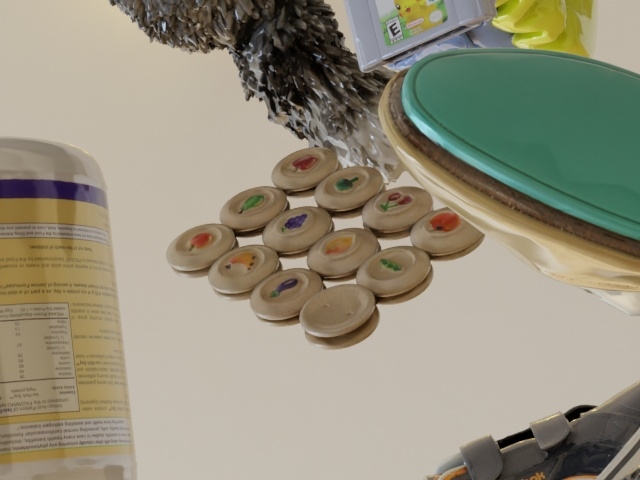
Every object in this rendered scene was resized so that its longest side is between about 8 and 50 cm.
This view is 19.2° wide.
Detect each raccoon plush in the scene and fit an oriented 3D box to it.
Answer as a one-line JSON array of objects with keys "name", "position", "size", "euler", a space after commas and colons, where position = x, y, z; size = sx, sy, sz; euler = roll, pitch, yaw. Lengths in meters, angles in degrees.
[{"name": "raccoon plush", "position": [-0.112, -0.239, 1.362], "size": [0.216, 0.446, 0.299], "euler": [-59, -24, 12]}]

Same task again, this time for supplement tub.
[{"name": "supplement tub", "position": [-0.264, 0.105, 1.417], "size": [0.241, 0.331, 0.241], "euler": [-7, -8, -1]}]

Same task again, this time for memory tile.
[{"name": "memory tile", "position": [0.000, 0.000, 0.935], "size": [0.113, 0.012, 0.148], "euler": [-37, 38, -25]}]

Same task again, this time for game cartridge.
[{"name": "game cartridge", "position": [0.047, -0.124, 0.954], "size": [0.083, 0.056, 0.017], "euler": [-21, -17, 35]}]

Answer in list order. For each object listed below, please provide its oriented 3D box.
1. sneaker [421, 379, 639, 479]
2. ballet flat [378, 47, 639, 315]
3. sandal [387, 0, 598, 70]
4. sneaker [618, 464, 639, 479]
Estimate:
[{"name": "sneaker", "position": [0.167, 0.205, 1.570], "size": [0.321, 0.127, 0.126], "euler": [-45, -5, -2]}, {"name": "ballet flat", "position": [0.126, -0.001, 0.583], "size": [0.232, 0.080, 0.073], "euler": [10, -43, -4]}, {"name": "sandal", "position": [0.049, -0.184, 1.137], "size": [0.138, 0.126, 0.317], "euler": [-14, -34, 28]}, {"name": "sneaker", "position": [0.270, 0.283, 0.990], "size": [0.147, 0.384, 0.145], "euler": [0, -40, -46]}]
